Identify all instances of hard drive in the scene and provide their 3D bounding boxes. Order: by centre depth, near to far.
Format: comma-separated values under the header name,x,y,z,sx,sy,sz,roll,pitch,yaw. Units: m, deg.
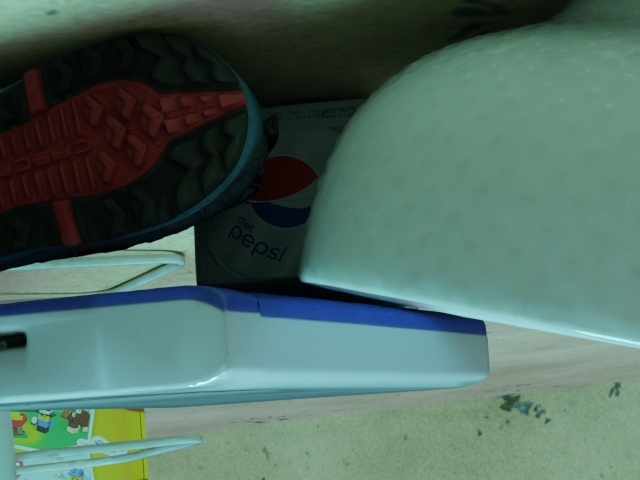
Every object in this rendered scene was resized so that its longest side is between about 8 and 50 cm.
name,x,y,z,sx,sy,sz,roll,pitch,yaw
hard drive,-0.068,0.056,0.816,0.210,0.040,0.318,-6,173,23

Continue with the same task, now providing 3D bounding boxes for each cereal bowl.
name,x,y,z,sx,sy,sz,roll,pitch,yaw
cereal bowl,0.167,-0.017,0.707,0.339,0.141,0.339,10,179,0

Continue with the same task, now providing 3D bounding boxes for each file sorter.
name,x,y,z,sx,sy,sz,roll,pitch,yaw
file sorter,-0.187,0.158,1.221,0.173,0.278,0.193,-1,169,-29

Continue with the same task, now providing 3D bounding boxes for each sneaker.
name,x,y,z,sx,sy,sz,roll,pitch,yaw
sneaker,-0.143,-0.017,0.777,0.262,0.104,0.125,-8,171,13

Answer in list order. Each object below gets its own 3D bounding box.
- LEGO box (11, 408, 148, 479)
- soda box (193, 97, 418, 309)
name,x,y,z,sx,sy,sz,roll,pitch,yaw
LEGO box,-0.474,0.226,1.667,0.500,0.193,0.372,2,167,-34
soda box,0.000,0.000,0.966,0.098,0.091,0.286,-5,169,6
